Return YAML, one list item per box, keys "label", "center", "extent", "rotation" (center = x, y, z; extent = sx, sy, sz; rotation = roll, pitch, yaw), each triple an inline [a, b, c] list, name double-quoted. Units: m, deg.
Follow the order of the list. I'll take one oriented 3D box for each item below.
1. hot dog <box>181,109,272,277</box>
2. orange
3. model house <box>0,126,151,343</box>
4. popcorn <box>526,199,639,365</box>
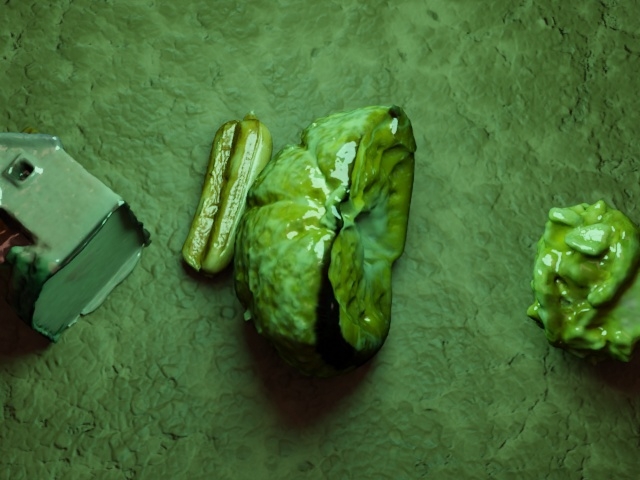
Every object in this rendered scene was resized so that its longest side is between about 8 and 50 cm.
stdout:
- label: "hot dog"
  center: [-0.119, -0.067, 1.827]
  extent: [0.076, 0.102, 0.249]
  rotation: [27, 72, -41]
- label: "orange"
  center: [0.000, 0.000, 1.742]
  extent: [0.210, 0.271, 0.368]
  rotation: [4, 71, 28]
- label: "model house"
  center: [-0.382, -0.026, 1.718]
  extent: [0.237, 0.237, 0.202]
  rotation: [41, 82, 11]
- label: "popcorn"
  center: [0.381, 0.061, 1.766]
  extent: [0.259, 0.259, 0.212]
  rotation: [23, 99, 1]
